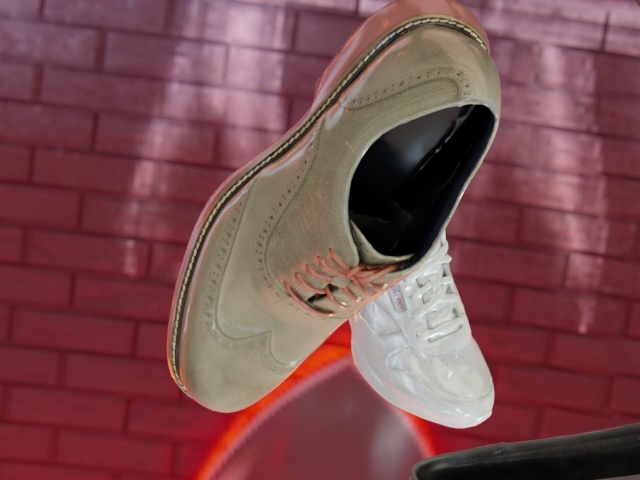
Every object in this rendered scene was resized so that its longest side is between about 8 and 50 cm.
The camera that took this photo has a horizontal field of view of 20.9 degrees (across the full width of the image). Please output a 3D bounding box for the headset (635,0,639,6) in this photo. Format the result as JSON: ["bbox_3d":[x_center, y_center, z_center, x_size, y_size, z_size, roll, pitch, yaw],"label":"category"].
[{"bbox_3d":[0.314,-0.249,1.317,0.185,0.394,0.243,-24,-166,15],"label":"headset"}]

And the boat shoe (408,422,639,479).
[{"bbox_3d":[0.183,0.143,1.038,0.335,0.095,0.112,-25,-178,40],"label":"boat shoe"}]

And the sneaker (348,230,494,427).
[{"bbox_3d":[0.080,0.046,1.716,0.114,0.305,0.152,-25,165,-36],"label":"sneaker"}]

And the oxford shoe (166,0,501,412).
[{"bbox_3d":[0.000,0.000,1.167,0.123,0.348,0.130,21,-152,-23],"label":"oxford shoe"}]
